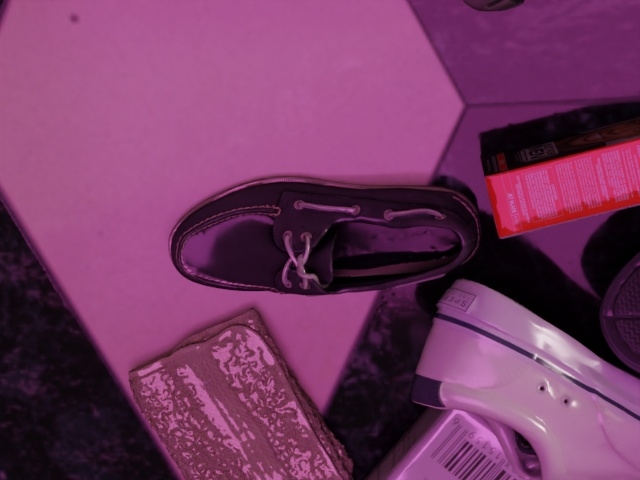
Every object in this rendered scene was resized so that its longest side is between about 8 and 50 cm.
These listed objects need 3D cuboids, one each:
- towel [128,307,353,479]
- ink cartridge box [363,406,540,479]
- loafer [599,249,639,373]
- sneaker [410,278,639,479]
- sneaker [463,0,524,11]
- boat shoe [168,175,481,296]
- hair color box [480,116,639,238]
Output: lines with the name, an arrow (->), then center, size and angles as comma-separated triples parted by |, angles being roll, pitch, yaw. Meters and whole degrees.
towel -> -0.054, 0.129, 1.067 | 0.110, 0.027, 0.148 | -29, 101, 12
ink cartridge box -> 0.122, 0.267, 1.075 | 0.275, 0.060, 0.239 | 39, 105, -6
loafer -> 0.311, -0.015, 0.985 | 0.302, 0.095, 0.109 | -35, 66, 8
sneaker -> 0.165, 0.122, 0.997 | 0.258, 0.094, 0.091 | 31, 85, -14
sneaker -> 0.159, -0.256, 0.931 | 0.106, 0.101, 0.267 | 43, 105, 15
boat shoe -> 0.000, 0.000, 1.010 | 0.206, 0.065, 0.075 | -4, 105, 5
hair color box -> 0.174, -0.044, 0.983 | 0.141, 0.072, 0.043 | -14, 102, 6
